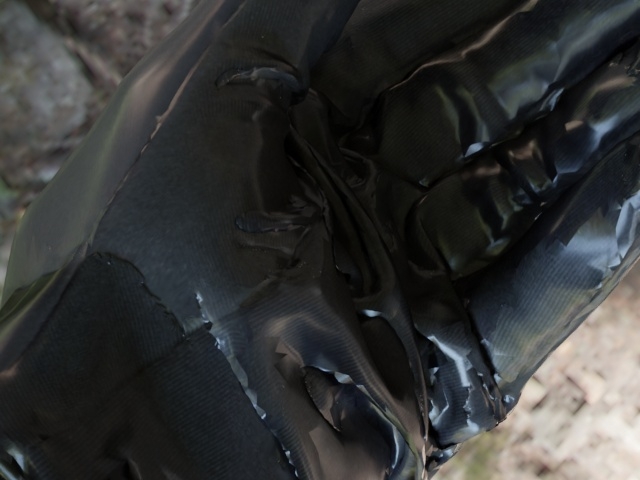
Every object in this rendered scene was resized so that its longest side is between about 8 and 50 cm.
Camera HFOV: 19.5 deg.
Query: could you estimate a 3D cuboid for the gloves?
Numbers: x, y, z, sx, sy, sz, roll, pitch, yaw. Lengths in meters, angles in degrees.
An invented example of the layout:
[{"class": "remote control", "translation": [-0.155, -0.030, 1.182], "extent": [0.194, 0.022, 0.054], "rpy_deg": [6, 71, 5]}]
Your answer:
[{"class": "gloves", "translation": [-0.008, 0.004, 0.429], "extent": [0.142, 0.285, 0.119], "rpy_deg": [54, 156, -14]}]
